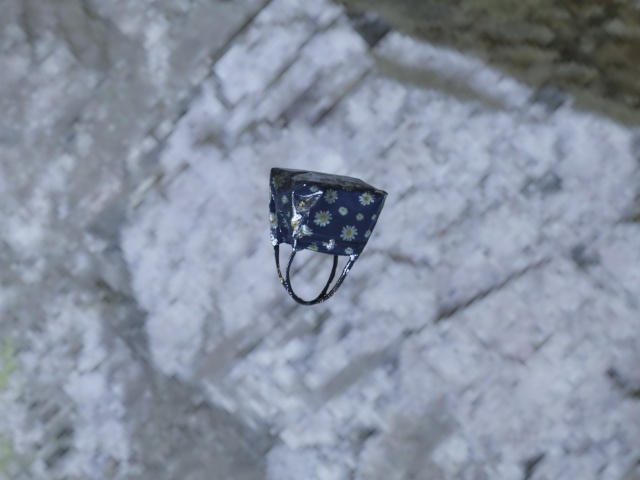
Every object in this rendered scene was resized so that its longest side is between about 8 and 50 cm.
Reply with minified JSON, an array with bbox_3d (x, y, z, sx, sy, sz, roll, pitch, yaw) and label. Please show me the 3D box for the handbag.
[{"bbox_3d":[0.000,0.000,1.651,0.072,0.115,0.139,15,-83,57],"label":"handbag"}]
